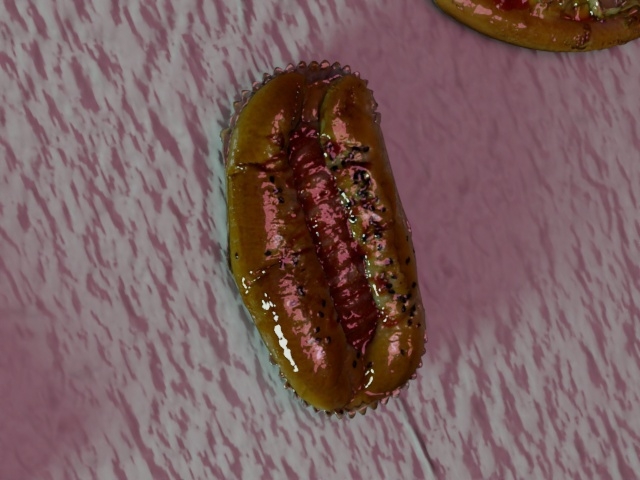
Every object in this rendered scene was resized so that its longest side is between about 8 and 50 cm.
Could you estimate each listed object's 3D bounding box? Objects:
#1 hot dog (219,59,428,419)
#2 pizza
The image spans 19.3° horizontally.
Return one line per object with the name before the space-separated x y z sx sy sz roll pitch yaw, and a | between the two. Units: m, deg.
hot dog | 0.000 0.000 1.410 0.144 0.075 0.268 -14 93 -21
pizza | 0.179 -0.245 1.492 0.201 0.053 0.193 -3 87 -17
